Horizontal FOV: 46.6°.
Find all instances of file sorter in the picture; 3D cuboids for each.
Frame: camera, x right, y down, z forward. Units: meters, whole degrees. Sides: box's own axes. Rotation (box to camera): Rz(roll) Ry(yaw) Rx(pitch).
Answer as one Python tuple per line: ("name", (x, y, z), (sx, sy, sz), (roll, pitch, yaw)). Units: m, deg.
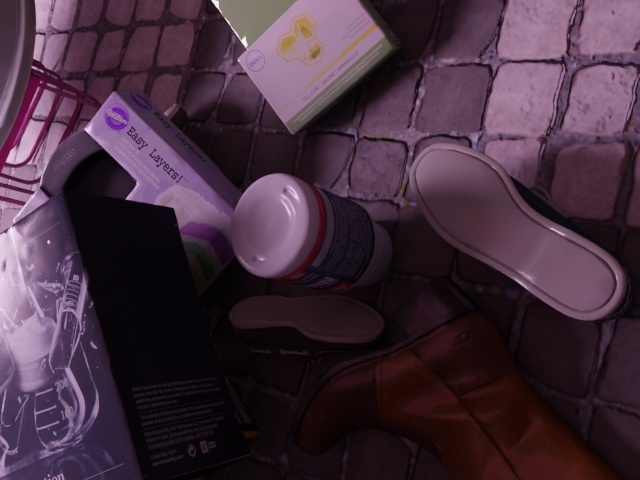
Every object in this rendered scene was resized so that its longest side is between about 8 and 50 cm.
("file sorter", (-0.492, -0.192, 1.210), (0.290, 0.182, 0.202), (34, 101, 37))

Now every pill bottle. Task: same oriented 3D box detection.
("pill bottle", (0.000, 0.000, 0.803), (0.107, 0.180, 0.108), (-9, 74, 35))

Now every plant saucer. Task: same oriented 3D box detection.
("plant saucer", (-0.579, -0.260, 1.112), (0.400, 0.100, 0.401), (-10, 73, 36))

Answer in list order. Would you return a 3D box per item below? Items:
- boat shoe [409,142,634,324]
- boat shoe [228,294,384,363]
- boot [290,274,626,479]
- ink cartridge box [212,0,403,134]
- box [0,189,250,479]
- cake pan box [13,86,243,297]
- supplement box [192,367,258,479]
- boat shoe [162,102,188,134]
("boat shoe", (0.194, -0.011, 0.728), (0.254, 0.079, 0.095), (37, 99, 34))
("boat shoe", (-0.013, 0.109, 0.877), (0.206, 0.075, 0.065), (2, 123, 31))
("boot", (0.124, 0.220, 0.742), (0.264, 0.096, 0.280), (-42, 65, 12))
("ink cartridge box", (-0.035, -0.276, 0.914), (0.171, 0.056, 0.235), (-37, 90, 25))
("box", (-0.303, 0.162, 0.860), (0.343, 0.179, 0.313), (-28, 72, 25))
("cake pan box", (-0.241, -0.029, 0.982), (0.267, 0.070, 0.246), (46, 107, -1))
("supplement box", (-0.182, 0.257, 0.938), (0.188, 0.080, 0.104), (-46, 58, 18))
("boat shoe", (-0.279, -0.048, 1.090), (0.335, 0.095, 0.112), (-50, 20, 12))
